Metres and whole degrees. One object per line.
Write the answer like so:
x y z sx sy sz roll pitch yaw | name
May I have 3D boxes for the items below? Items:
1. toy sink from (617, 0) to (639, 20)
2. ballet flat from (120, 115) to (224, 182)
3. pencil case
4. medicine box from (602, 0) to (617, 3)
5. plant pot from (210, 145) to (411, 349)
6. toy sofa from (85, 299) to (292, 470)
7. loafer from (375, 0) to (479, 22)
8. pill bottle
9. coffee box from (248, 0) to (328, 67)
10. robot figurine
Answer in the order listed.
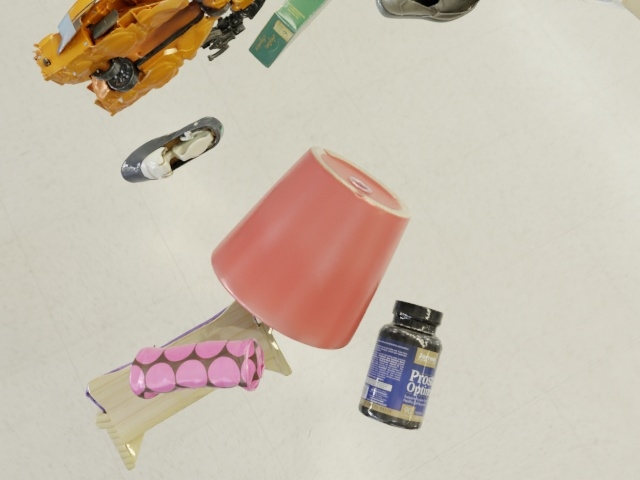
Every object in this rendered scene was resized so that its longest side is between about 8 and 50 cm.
0.321 -0.301 0.709 0.131 0.153 0.234 26 31 -26 | toy sink
-0.261 -0.154 1.328 0.203 0.074 0.074 -29 71 -1 | ballet flat
-0.189 0.203 1.183 0.209 0.098 0.095 -6 52 19 | pencil case
0.432 -0.534 1.388 0.289 0.149 0.263 21 21 22 | medicine box
0.000 0.000 1.214 0.275 0.275 0.243 39 107 13 | plant pot
-0.253 0.257 1.427 0.363 0.150 0.177 -30 93 -17 | toy sofa
0.231 -0.484 1.493 0.251 0.087 0.094 -16 99 -28 | loafer
0.154 0.226 1.383 0.123 0.123 0.219 16 85 3 | pill bottle
-0.015 -0.324 1.021 0.040 0.113 0.184 42 66 -10 | coffee box
-0.206 -0.283 0.946 0.291 0.211 0.085 -35 70 11 | robot figurine
